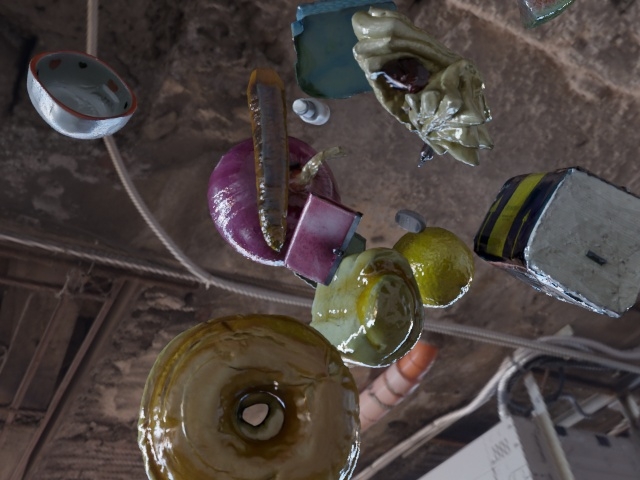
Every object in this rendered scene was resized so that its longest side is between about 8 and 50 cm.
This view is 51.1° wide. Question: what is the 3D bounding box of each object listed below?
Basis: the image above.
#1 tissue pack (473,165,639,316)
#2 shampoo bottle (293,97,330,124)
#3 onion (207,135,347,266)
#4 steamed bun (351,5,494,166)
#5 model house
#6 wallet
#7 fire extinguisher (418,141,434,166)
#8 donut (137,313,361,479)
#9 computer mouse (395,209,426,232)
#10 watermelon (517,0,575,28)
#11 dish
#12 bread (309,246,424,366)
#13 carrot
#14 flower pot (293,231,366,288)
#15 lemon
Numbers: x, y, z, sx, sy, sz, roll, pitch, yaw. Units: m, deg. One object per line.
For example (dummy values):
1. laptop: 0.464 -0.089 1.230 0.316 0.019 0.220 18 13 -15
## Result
1. tissue pack: 0.542 -0.005 1.510 0.264 0.253 0.416 29 180 -3
2. shampoo bottle: -0.033 -0.387 1.988 0.074 0.074 0.192 49 -162 11
3. onion: -0.115 -0.121 1.729 0.358 0.345 0.358 1 -122 -2
4. steamed bun: 0.239 -0.279 1.359 0.428 0.247 0.189 36 -119 -48
5. model house: 0.048 -0.521 1.714 0.261 0.226 0.241 -10 -140 -2
6. wallet: 0.000 0.000 1.438 0.119 0.232 0.025 26 -135 3
7. fire extinguisher: 0.340 -0.299 2.039 0.043 0.064 0.158 27 -104 -9
8. donut: -0.130 0.347 1.313 0.448 0.198 0.449 5 -110 -13
9. computer mouse: 0.268 -0.060 1.971 0.096 0.066 0.039 26 -133 20
10. watermelon: 0.424 -0.483 1.290 0.098 0.158 0.121 -28 -151 -11
11. dish: -0.592 -0.341 1.638 0.256 0.117 0.256 24 -141 -21
12. bread: 0.133 0.178 1.702 0.210 0.341 0.301 16 -113 -27
13. carrot: -0.083 -0.134 1.098 0.066 0.066 0.314 7 -110 -34
14. flower pot: 0.020 0.040 2.048 0.189 0.239 0.209 -127 13 -81
15. lemon: 0.336 0.079 2.075 0.253 0.253 0.310 8 -170 -33
